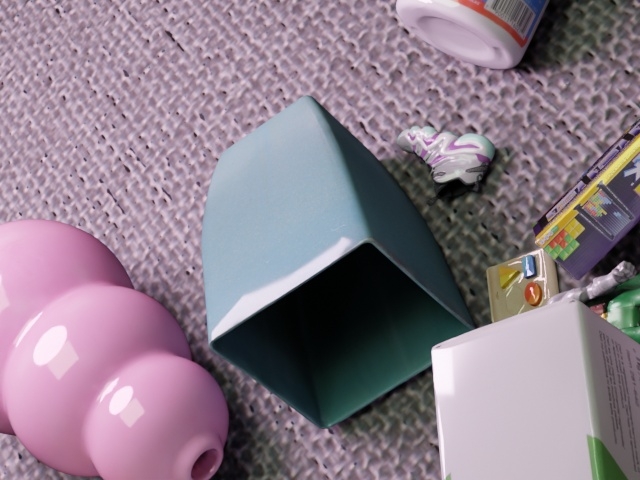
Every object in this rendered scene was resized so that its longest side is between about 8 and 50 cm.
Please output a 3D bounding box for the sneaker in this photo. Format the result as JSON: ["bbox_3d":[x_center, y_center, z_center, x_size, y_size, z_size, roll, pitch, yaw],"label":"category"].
[{"bbox_3d":[0.101,-0.062,1.485,0.098,0.038,0.069,7,71,39],"label":"sneaker"}]

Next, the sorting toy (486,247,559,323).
[{"bbox_3d":[0.168,0.049,1.394,0.062,0.012,0.083,-20,56,27],"label":"sorting toy"}]

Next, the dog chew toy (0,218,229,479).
[{"bbox_3d":[-0.212,0.118,1.526,0.332,0.206,0.207,33,88,34],"label":"dog chew toy"}]

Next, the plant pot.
[{"bbox_3d":[0.000,0.000,1.450,0.165,0.165,0.234,-33,43,19],"label":"plant pot"}]

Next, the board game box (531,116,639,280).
[{"bbox_3d":[0.241,-0.050,1.311,0.048,0.141,0.170,44,99,-1],"label":"board game box"}]

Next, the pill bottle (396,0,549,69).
[{"bbox_3d":[0.166,-0.275,1.492,0.124,0.124,0.221,18,77,41],"label":"pill bottle"}]

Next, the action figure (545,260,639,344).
[{"bbox_3d":[0.233,0.061,1.230,0.232,0.063,0.137,-18,60,34],"label":"action figure"}]

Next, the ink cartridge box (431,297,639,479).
[{"bbox_3d":[0.201,0.188,1.121,0.117,0.278,0.201,-22,56,30],"label":"ink cartridge box"}]
